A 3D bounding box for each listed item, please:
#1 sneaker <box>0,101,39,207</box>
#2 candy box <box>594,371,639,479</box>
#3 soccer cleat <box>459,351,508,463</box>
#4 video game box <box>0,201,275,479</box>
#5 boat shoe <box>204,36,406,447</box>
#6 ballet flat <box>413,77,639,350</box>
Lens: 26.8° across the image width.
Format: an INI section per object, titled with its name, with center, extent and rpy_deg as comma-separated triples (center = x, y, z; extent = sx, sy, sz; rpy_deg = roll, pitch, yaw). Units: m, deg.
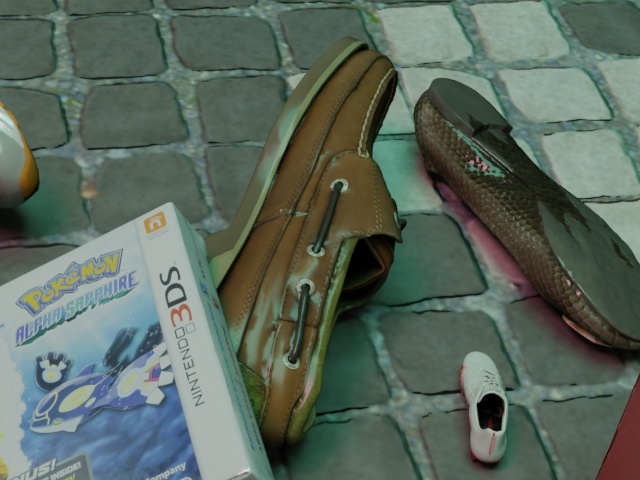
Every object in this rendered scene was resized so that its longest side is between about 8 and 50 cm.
[sneaker]
center = -0.306, -0.051, 0.853
extent = 0.262, 0.099, 0.121
rpy_deg = 15, 51, 17
[candy box]
center = 0.300, 0.078, 0.747
extent = 0.316, 0.183, 0.087
rpy_deg = -21, 50, -28
[soccer cleat]
center = 0.099, 0.094, 0.802
extent = 0.029, 0.036, 0.083
rpy_deg = 6, 44, -3
[video game box]
center = -0.137, 0.096, 0.689
extent = 0.205, 0.048, 0.187
rpy_deg = -27, 46, 5
[boat shoe]
center = 0.000, 0.000, 0.839
extent = 0.104, 0.111, 0.307
rpy_deg = 19, 56, 11
[ballet flat]
center = 0.138, -0.014, 0.916
extent = 0.084, 0.058, 0.250
rpy_deg = -3, 47, -45
